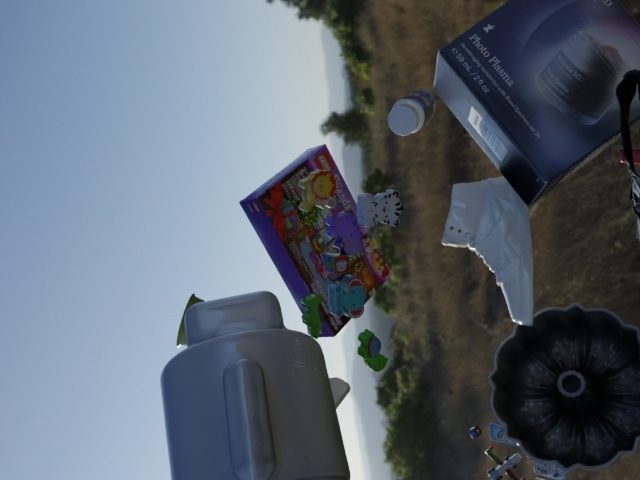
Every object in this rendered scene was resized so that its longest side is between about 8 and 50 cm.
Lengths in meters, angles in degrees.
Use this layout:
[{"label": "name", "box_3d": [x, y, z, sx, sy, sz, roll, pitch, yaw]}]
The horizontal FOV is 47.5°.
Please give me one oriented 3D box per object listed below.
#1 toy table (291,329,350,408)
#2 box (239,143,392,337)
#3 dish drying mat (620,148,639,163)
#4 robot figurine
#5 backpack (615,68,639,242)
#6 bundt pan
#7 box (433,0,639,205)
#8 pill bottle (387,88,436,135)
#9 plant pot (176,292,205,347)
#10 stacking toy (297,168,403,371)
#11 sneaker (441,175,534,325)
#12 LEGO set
[{"label": "toy table", "box_3d": [-0.078, 0.321, 1.344, 0.274, 0.160, 0.252, -58, -24, 3]}, {"label": "box", "box_3d": [0.000, 0.000, 1.326, 0.201, 0.057, 0.293, -43, -67, -38]}, {"label": "dish drying mat", "box_3d": [0.573, -0.148, 1.284, 0.008, 0.083, 0.032, -57, -40, -36]}, {"label": "robot figurine", "box_3d": [-0.074, 0.239, 0.838, 0.300, 0.199, 0.354, 83, 174, -64]}, {"label": "backpack", "box_3d": [0.544, -0.090, 1.051, 0.263, 0.213, 0.277, -64, -38, -39]}, {"label": "bundt pan", "box_3d": [0.512, 0.301, 1.452, 0.124, 0.330, 0.331, 42, -144, -52]}, {"label": "box", "box_3d": [0.403, -0.276, 1.271, 0.296, 0.294, 0.183, 54, 178, 11]}, {"label": "pill bottle", "box_3d": [0.201, -0.281, 1.605, 0.137, 0.078, 0.078, -45, -45, -56]}, {"label": "plant pot", "box_3d": [-0.163, 0.129, 1.079, 0.083, 0.079, 0.083, 16, -90, -90]}, {"label": "stacking toy", "box_3d": [0.032, 0.032, 0.878, 0.167, 0.052, 0.221, 21, 115, 61]}, {"label": "sneaker", "box_3d": [0.320, 0.023, 1.398, 0.108, 0.169, 0.293, 42, -136, -72]}, {"label": "LEGO set", "box_3d": [0.482, 0.519, 1.765, 0.060, 0.244, 0.183, -30, -63, -46]}]
